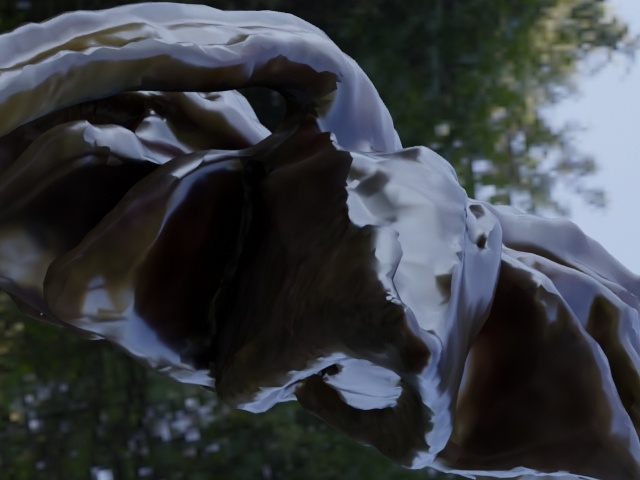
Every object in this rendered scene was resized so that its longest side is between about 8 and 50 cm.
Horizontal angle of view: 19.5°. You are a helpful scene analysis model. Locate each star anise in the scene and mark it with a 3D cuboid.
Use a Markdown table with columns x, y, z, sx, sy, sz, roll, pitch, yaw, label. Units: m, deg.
| x | y | z | sx | sy | sz | roll | pitch | yaw | label |
| --- | --- | --- | --- | --- | --- | --- | --- | --- | --- |
| -0.002 | 0.001 | 0.558 | 0.292 | 0.349 | 0.109 | 11 | -98 | 57 | star anise |
